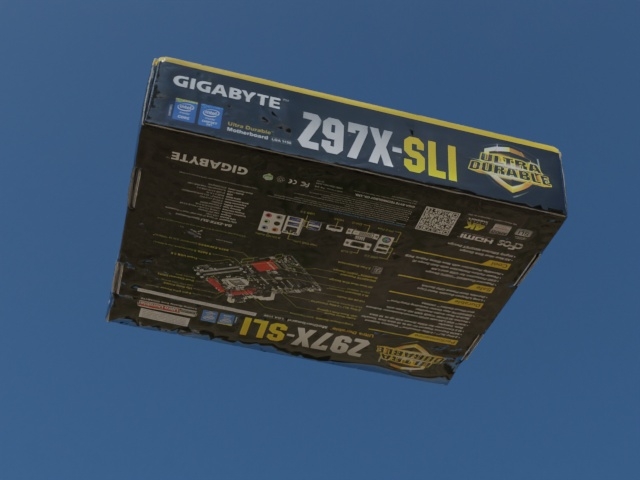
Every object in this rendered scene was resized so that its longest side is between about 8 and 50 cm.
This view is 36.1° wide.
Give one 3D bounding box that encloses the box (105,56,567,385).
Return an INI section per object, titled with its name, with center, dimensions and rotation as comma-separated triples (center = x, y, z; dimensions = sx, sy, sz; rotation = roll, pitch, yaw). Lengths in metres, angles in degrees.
[box]
center = 0.000, 0.000, 0.803
dimensions = 0.322, 0.079, 0.257
rotation = 11, -38, -9
